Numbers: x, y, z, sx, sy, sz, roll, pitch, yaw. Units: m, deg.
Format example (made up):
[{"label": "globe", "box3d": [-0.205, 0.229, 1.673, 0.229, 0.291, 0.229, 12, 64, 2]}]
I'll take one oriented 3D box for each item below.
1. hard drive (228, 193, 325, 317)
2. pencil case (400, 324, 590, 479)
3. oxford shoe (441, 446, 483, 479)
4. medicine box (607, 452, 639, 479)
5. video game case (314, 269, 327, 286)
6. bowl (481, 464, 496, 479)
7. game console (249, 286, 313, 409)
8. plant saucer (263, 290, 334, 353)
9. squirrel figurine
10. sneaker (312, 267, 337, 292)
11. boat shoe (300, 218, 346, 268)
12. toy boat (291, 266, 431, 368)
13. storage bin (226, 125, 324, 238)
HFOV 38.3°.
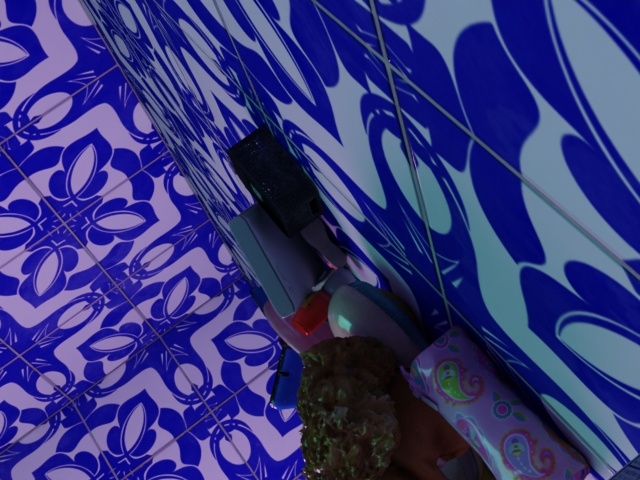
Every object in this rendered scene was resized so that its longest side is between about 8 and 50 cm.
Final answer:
[{"label": "hard drive", "box3d": [-0.077, 0.015, 1.806, 0.203, 0.040, 0.307, 61, -165, -6]}, {"label": "pencil case", "box3d": [0.239, 0.251, 1.283, 0.284, 0.124, 0.124, 48, 169, 29]}, {"label": "oxford shoe", "box3d": [0.250, 0.519, 1.872, 0.129, 0.132, 0.364, 7, 116, 27]}, {"label": "medicine box", "box3d": [0.310, 0.373, 0.824, 0.263, 0.289, 0.149, 54, 173, 0]}, {"label": "video game case", "box3d": [-0.029, 0.055, 2.217, 0.212, 0.023, 0.193, 54, 171, -5]}, {"label": "bowl", "box3d": [0.294, 0.566, 2.071, 0.289, 0.156, 0.289, 53, 171, 12]}, {"label": "game console", "box3d": [-0.051, 0.258, 2.251, 0.173, 0.250, 0.293, 18, -172, 38]}, {"label": "plant saucer", "box3d": [0.029, 0.212, 2.038, 0.332, 0.084, 0.332, 36, -172, -6]}, {"label": "squirrel figurine", "box3d": [0.070, 0.360, 1.418, 0.281, 0.370, 0.397, -15, 125, 36]}, {"label": "sneaker", "box3d": [0.053, 0.119, 1.924, 0.118, 0.083, 0.222, 40, 170, 10]}, {"label": "boat shoe", "box3d": [0.000, 0.000, 1.799, 0.137, 0.049, 0.043, 49, 173, -2]}, {"label": "toy boat", "box3d": [0.081, 0.142, 1.652, 0.318, 0.148, 0.267, 23, 154, 50]}, {"label": "storage bin", "box3d": [-0.083, -0.107, 1.696, 0.180, 0.084, 0.122, 49, 170, 25]}]
